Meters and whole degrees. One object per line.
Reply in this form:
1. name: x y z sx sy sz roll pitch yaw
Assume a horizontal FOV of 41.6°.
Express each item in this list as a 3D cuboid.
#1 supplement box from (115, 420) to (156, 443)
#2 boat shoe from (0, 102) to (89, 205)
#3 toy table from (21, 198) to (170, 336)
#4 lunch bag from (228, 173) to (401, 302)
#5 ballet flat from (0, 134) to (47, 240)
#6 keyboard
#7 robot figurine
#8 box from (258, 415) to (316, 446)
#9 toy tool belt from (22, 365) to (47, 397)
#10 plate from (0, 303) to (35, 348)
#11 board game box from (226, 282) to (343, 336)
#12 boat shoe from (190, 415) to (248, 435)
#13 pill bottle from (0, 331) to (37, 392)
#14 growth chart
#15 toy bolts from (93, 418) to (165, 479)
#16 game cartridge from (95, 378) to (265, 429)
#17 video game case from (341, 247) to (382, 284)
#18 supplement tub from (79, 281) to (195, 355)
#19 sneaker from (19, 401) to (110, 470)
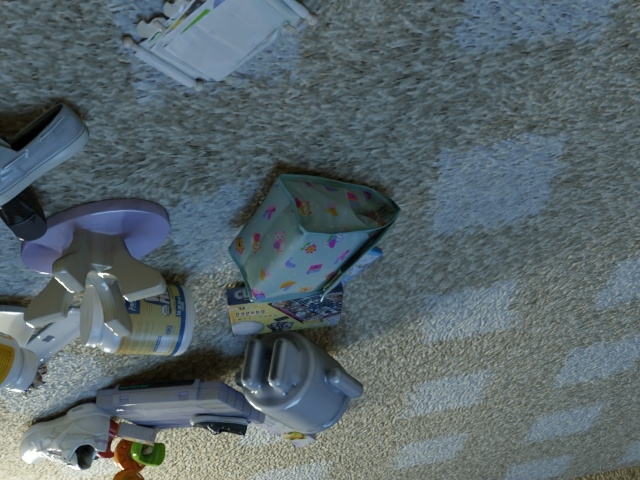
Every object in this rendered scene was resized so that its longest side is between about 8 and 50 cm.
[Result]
1. supplement box: -0.472 0.496 2.165 0.098 0.036 0.062 14 158 -4
2. boat shoe: -0.454 -0.125 1.243 0.227 0.079 0.081 -37 129 -11
3. toy table: -0.397 0.048 1.488 0.274 0.161 0.252 -22 146 16
4. lunch bag: 0.000 0.000 1.560 0.262 0.160 0.223 1 143 -40
5. ballet flat: -0.502 -0.091 1.343 0.084 0.058 0.250 -24 145 -9
6. keyboard: -0.574 0.211 1.806 0.256 0.014 0.072 -35 136 29
7. robot figurine: -0.053 0.340 2.005 0.300 0.200 0.353 0 154 27
8. box: -0.109 0.501 2.352 0.063 0.067 0.324 -24 145 15
9. toy tool belt: -0.644 0.319 1.900 0.083 0.051 0.052 -22 177 15
10. plate: -0.731 0.189 1.685 0.277 0.045 0.278 10 141 -29
11. board game box: -0.076 0.145 1.830 0.243 0.042 0.165 -6 150 -6
12. boat shoe: -0.245 0.446 2.022 0.142 0.040 0.049 1 154 6
13. pill bottle: -0.655 0.225 1.618 0.117 0.117 0.208 -29 144 23
14. growth chart: -0.143 -0.297 1.184 0.237 0.021 0.172 -27 144 20
15. toy bolts: -0.562 0.591 2.231 0.158 0.218 0.228 -24 129 36
16. game cartridge: -0.340 0.401 2.056 0.355 0.068 0.230 -8 147 24
17. video game case: 0.034 0.054 1.777 0.119 0.015 0.166 17 136 -38
18. supplement tub: -0.363 0.153 1.668 0.200 0.144 0.144 6 142 -28
19. sneaker: -0.647 0.516 2.108 0.305 0.152 0.114 -29 146 26
